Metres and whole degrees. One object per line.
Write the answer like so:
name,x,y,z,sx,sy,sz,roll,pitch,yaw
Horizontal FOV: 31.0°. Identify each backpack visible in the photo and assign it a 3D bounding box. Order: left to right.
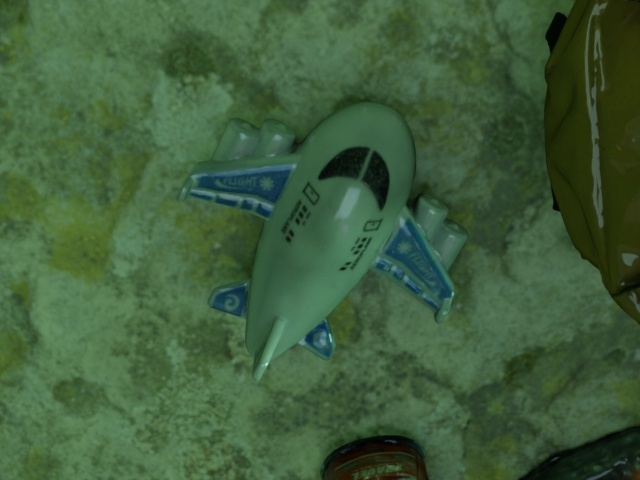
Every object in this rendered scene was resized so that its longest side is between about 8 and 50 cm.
backpack,0.372,-0.088,0.939,0.378,0.201,0.353,3,111,9

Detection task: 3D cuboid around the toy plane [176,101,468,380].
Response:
toy plane,0.000,-0.002,1.036,0.267,0.122,0.266,0,109,0

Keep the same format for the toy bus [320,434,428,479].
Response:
toy bus,0.077,0.333,1.164,0.121,0.120,0.265,-12,111,5

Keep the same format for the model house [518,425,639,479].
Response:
model house,0.287,0.360,1.081,0.271,0.301,0.190,-28,115,12
